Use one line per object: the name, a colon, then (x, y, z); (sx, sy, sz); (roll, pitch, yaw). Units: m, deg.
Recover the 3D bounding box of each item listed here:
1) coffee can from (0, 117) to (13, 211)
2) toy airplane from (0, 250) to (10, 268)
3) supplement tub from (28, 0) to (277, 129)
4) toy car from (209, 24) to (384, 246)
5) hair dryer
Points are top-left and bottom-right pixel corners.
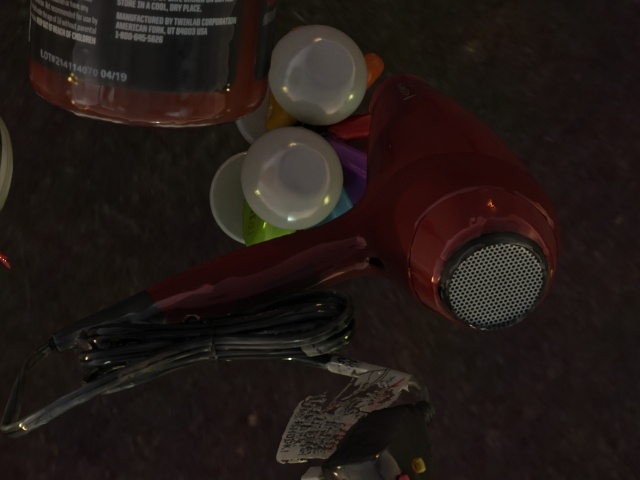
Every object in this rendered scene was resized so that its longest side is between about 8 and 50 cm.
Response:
coffee can: (-0.312, -0.101, 0.822); (0.201, 0.201, 0.275); (-26, 138, 0)
toy airplane: (-0.285, -0.021, 1.240); (0.028, 0.151, 0.151); (-40, 107, -21)
supplement tub: (-0.064, -0.152, 0.639); (0.106, 0.106, 0.198); (4, 111, -8)
toy car: (0.002, -0.067, 1.184); (0.136, 0.159, 0.182); (17, 77, -15)
hair dryer: (0.000, 0.000, 0.734); (0.223, 0.293, 0.080); (12, 129, 27)
